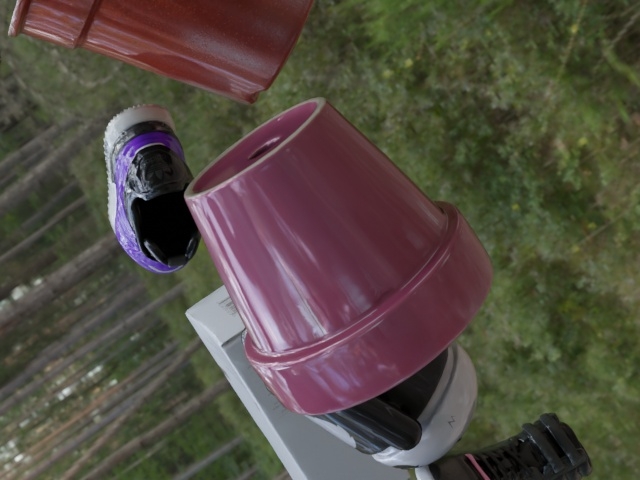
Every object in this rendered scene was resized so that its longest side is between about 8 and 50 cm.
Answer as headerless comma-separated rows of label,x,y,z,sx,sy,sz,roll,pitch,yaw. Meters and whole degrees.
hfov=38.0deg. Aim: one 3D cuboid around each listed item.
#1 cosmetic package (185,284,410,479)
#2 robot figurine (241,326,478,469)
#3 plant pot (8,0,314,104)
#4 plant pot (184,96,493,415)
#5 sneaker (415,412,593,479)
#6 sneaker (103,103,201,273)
cosmetic package,-0.036,0.246,1.487,0.385,0.156,0.217,62,165,-20
robot figurine,0.045,0.142,1.054,0.278,0.209,0.173,35,142,-12
plant pot,-0.153,-0.289,0.992,0.265,0.272,0.272,22,-167,-19
plant pot,0.000,0.000,0.708,0.180,0.201,0.201,54,-179,-16
sneaker,0.233,0.271,1.142,0.296,0.147,0.104,20,-148,-52
sneaker,-0.193,-0.016,1.120,0.293,0.102,0.146,92,155,-57
